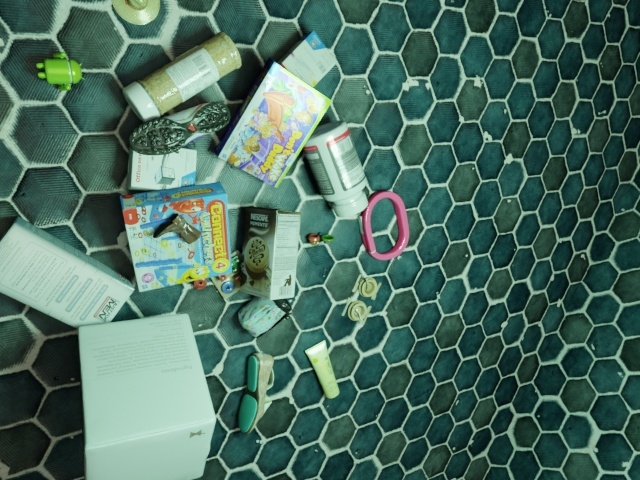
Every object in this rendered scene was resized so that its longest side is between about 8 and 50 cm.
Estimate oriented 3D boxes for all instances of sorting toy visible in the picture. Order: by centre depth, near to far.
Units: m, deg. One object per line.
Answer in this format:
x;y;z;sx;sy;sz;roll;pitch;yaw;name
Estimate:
-0.304;0.120;1.730;0.274;0.046;0.132;-34;116;-17;sorting toy
0.000;0.000;1.853;0.101;0.061;0.042;7;115;-2;sorting toy

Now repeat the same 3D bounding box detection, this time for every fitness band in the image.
0.260;-0.058;1.978;0.208;0.054;0.291;-22;113;-22;fitness band

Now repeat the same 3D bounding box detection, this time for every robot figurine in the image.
-0.719;-0.468;1.354;0.115;0.067;0.101;-10;102;-26;robot figurine

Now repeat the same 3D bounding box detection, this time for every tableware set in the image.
0.179;0.245;2.018;0.128;0.039;0.194;23;91;-30;tableware set

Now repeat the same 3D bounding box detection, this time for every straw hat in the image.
-0.528;-0.699;1.401;0.144;0.061;0.145;-7;105;-27;straw hat

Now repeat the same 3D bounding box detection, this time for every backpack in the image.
-0.205;0.259;1.773;0.182;0.152;0.115;-39;112;0;backpack

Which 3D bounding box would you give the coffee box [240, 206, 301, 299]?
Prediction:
-0.174;0.039;1.678;0.118;0.168;0.298;-1;97;-48;coffee box

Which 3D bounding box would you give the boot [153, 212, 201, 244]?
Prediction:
-0.425;-0.015;1.464;0.106;0.037;0.114;-37;136;3;boot

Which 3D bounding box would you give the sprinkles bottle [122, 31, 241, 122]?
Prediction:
-0.412;-0.491;1.478;0.355;0.121;0.121;-38;117;-15;sprinkles bottle

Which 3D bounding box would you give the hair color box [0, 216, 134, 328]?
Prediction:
-0.771;0.114;1.445;0.374;0.113;0.185;38;84;-29;hair color box

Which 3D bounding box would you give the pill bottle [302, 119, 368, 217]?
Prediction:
0.061;-0.250;1.754;0.176;0.176;0.319;-30;114;-18;pill bottle

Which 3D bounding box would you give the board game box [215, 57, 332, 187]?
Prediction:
-0.156;-0.378;1.609;0.233;0.078;0.347;25;108;-30;board game box

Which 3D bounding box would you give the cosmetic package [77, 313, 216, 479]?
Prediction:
-0.527;0.480;1.445;0.327;0.394;0.330;-3;131;-27;cosmetic package

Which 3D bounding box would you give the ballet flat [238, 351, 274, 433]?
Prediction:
-0.230;0.578;1.854;0.106;0.107;0.316;4;101;-42;ballet flat

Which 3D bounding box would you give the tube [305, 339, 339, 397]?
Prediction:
0.014;0.529;1.994;0.070;0.062;0.240;-46;122;-58;tube

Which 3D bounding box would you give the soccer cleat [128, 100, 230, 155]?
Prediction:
-0.431;-0.339;1.490;0.318;0.116;0.109;-30;112;-25;soccer cleat

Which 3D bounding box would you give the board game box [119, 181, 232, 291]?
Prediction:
-0.442;-0.011;1.537;0.301;0.086;0.309;-12;127;-20;board game box

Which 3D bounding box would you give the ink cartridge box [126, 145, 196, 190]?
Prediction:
-0.490;-0.220;1.516;0.190;0.082;0.140;3;88;-30;ink cartridge box

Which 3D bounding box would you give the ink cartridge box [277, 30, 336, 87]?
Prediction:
-0.073;-0.575;1.659;0.231;0.078;0.134;-48;119;-9;ink cartridge box
